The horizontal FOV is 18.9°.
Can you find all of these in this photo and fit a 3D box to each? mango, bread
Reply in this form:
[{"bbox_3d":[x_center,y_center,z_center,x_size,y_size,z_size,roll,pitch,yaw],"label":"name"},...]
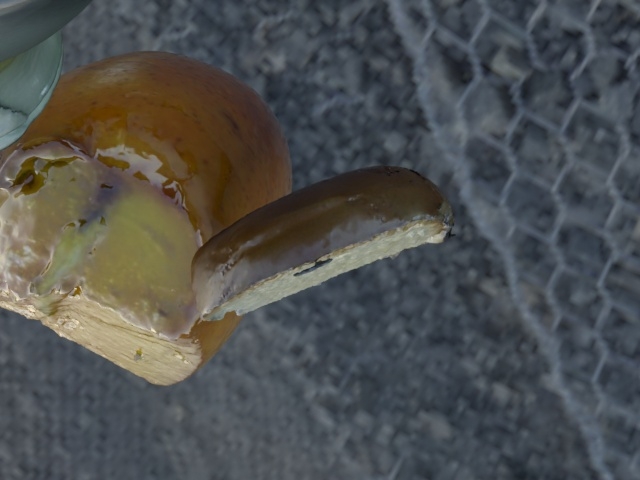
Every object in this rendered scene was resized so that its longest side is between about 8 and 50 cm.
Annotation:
[{"bbox_3d":[-0.107,-0.013,1.209,0.199,0.350,0.201,-20,92,6],"label":"mango"},{"bbox_3d":[0.000,0.000,0.927,0.129,0.126,0.044,-25,81,5],"label":"bread"}]

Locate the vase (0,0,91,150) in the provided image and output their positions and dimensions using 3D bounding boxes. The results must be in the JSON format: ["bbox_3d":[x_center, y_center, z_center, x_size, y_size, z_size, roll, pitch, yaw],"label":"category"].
[{"bbox_3d":[-0.164,-0.134,0.833,0.173,0.173,0.321,37,165,-2],"label":"vase"}]
